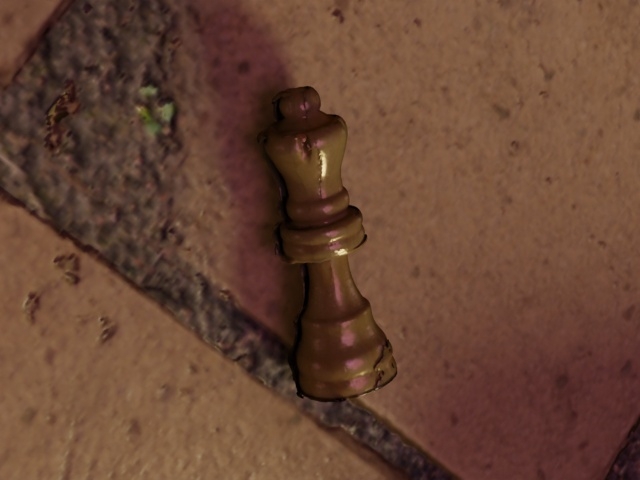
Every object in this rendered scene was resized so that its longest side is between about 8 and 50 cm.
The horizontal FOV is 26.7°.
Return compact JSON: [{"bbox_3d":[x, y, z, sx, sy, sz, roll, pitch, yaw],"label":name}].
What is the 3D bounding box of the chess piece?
[{"bbox_3d":[0.000,0.000,0.735,0.060,0.060,0.172,-20,109,-27],"label":"chess piece"}]
